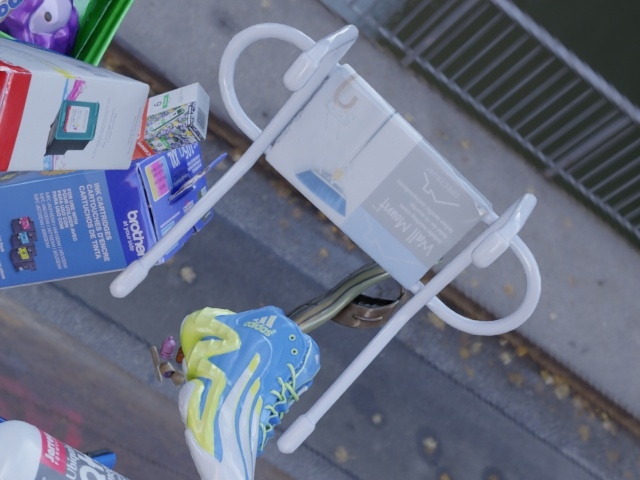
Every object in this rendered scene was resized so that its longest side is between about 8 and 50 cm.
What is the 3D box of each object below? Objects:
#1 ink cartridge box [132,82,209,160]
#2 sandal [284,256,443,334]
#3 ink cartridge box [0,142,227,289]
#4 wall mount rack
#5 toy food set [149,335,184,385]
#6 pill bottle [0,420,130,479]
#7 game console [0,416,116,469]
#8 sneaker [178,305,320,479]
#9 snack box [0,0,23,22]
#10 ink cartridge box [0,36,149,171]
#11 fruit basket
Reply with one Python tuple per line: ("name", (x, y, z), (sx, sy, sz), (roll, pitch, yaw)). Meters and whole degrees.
("ink cartridge box", (-0.178, -0.126, 1.149), (0.029, 0.115, 0.063), (53, 30, -48))
("sandal", (0.052, 0.096, 1.548), (0.086, 0.303, 0.120), (57, 14, -1))
("ink cartridge box", (-0.325, -0.048, 1.525), (0.270, 0.395, 0.151), (-59, 141, -72))
("wall mount rack", (0.000, 0.000, 0.895), (0.350, 0.304, 0.130), (43, 33, 1))
("toy food set", (-0.206, 0.179, 1.580), (0.019, 0.122, 0.078), (-17, 94, -60))
("pill bottle", (-0.348, 0.327, 1.278), (0.318, 0.176, 0.176), (38, 44, -29))
("game console", (-0.458, 0.376, 1.456), (0.173, 0.293, 0.250), (35, -1, 11))
("sneaker", (-0.058, 0.131, 0.944), (0.240, 0.126, 0.091), (-107, -179, -52))
("snack box", (-0.332, -0.215, 0.991), (0.064, 0.022, 0.178), (31, 70, 24))
("ink cartridge box", (-0.250, -0.108, 0.798), (0.134, 0.078, 0.231), (22, 12, 20))
("fruit basket", (-0.369, -0.403, 1.416), (0.283, 0.392, 0.392), (30, 47, -16))
